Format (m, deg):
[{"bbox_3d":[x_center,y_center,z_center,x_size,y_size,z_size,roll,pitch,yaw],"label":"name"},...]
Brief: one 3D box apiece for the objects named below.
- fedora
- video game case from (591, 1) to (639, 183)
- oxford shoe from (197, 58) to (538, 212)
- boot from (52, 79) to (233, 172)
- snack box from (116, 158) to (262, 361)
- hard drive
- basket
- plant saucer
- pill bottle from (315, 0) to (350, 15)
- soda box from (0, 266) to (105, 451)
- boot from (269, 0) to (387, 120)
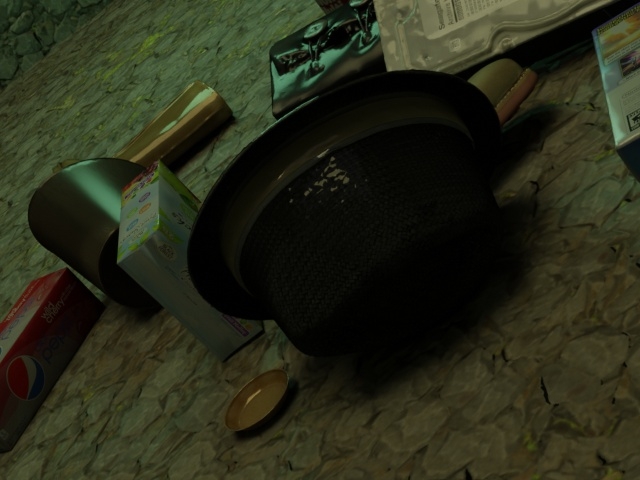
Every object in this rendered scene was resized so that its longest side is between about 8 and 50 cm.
[{"bbox_3d":[0.048,0.001,1.289,0.334,0.334,0.152,-37,53,8],"label":"fedora"},{"bbox_3d":[0.393,-0.192,1.285,0.269,0.061,0.244,-30,27,23],"label":"video game case"},{"bbox_3d":[0.051,-0.093,1.468,0.397,0.146,0.140,-35,-2,-5],"label":"oxford shoe"},{"bbox_3d":[-0.287,-0.152,2.222,0.269,0.089,0.236,-45,36,-7],"label":"boot"},{"bbox_3d":[-0.152,0.019,1.595,0.070,0.174,0.207,-39,24,13],"label":"snack box"},{"bbox_3d":[0.217,-0.317,1.596,0.339,0.064,0.237,-22,65,30],"label":"hard drive"},{"bbox_3d":[-0.265,-0.007,1.842,0.204,0.154,0.227,-4,20,-24],"label":"basket"},{"bbox_3d":[-0.062,0.166,1.401,0.083,0.015,0.083,-32,25,17],"label":"plant saucer"},{"bbox_3d":[0.027,-0.401,2.003,0.121,0.221,0.121,-33,24,17],"label":"pill bottle"},{"bbox_3d":[-0.399,0.160,1.837,0.092,0.083,0.263,-18,32,41],"label":"soda box"},{"bbox_3d":[0.139,-0.340,1.857,0.445,0.146,0.367,-33,22,28],"label":"boot"}]
